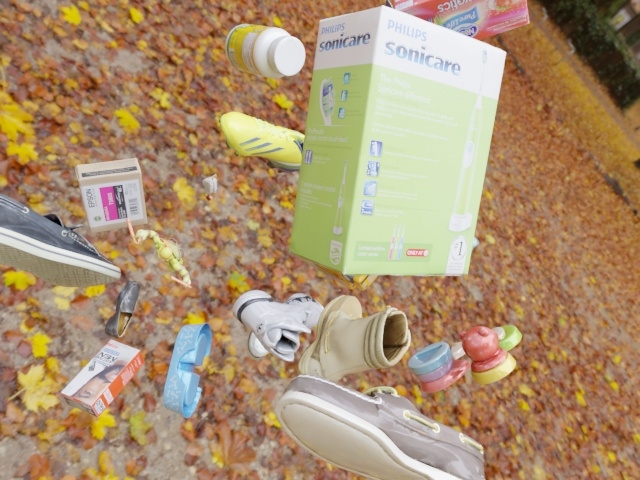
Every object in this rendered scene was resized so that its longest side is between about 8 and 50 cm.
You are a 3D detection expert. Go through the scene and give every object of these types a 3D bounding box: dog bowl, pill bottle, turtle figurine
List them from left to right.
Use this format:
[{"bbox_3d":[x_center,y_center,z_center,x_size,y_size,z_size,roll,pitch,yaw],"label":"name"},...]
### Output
[{"bbox_3d":[-0.465,0.029,1.608,0.269,0.087,0.217,46,-10,-7],"label":"turtle figurine"},{"bbox_3d":[-0.424,0.406,1.708,0.166,0.074,0.297,79,19,-70],"label":"dog bowl"},{"bbox_3d":[-0.133,-0.459,1.303,0.118,0.117,0.208,14,11,-44],"label":"pill bottle"}]

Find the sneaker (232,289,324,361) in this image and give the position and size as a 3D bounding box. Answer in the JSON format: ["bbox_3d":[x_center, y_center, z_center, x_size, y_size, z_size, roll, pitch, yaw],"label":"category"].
[{"bbox_3d":[-0.087,0.270,1.668,0.366,0.137,0.210,15,23,-46],"label":"sneaker"}]

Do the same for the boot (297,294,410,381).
[{"bbox_3d":[0.082,0.171,1.036,0.095,0.204,0.262,55,33,-11],"label":"boot"}]

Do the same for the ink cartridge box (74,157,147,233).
[{"bbox_3d":[-0.693,-0.148,1.794,0.193,0.234,0.088,-13,48,-22],"label":"ink cartridge box"}]

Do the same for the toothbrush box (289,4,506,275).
[{"bbox_3d":[0.094,-0.106,0.654,0.206,0.122,0.283,1,101,-35],"label":"toothbrush box"}]

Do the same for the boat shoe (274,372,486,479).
[{"bbox_3d":[0.088,0.251,0.693,0.324,0.116,0.096,32,46,-15],"label":"boat shoe"}]

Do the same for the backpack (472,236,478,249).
[{"bbox_3d":[0.289,-0.028,1.295,0.166,0.144,0.188,11,37,-47],"label":"backpack"}]

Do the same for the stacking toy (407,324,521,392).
[{"bbox_3d":[0.408,0.295,1.529,0.279,0.309,0.130,-33,94,-49],"label":"stacking toy"}]

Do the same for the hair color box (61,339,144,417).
[{"bbox_3d":[-0.505,0.319,1.253,0.093,0.053,0.167,14,43,19],"label":"hair color box"}]

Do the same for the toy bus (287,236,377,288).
[{"bbox_3d":[0.043,0.053,1.731,0.333,0.108,0.130,29,-22,35],"label":"toy bus"}]

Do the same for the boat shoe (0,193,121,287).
[{"bbox_3d":[-0.727,0.011,1.439,0.500,0.187,0.155,40,38,-58],"label":"boat shoe"}]

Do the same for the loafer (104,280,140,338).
[{"bbox_3d":[-0.554,0.200,1.536,0.062,0.061,0.170,27,78,-46],"label":"loafer"}]

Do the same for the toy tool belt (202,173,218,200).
[{"bbox_3d":[-0.360,-0.177,1.786,0.052,0.083,0.051,24,43,23],"label":"toy tool belt"}]

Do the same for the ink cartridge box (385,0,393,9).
[{"bbox_3d":[0.225,-0.506,1.632,0.072,0.303,0.307,-25,74,-10],"label":"ink cartridge box"}]

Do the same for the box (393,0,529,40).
[{"bbox_3d":[0.343,-0.584,1.334,0.154,0.300,0.142,-85,154,-45],"label":"box"}]

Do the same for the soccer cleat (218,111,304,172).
[{"bbox_3d":[-0.104,-0.219,1.149,0.289,0.121,0.093,17,58,-62],"label":"soccer cleat"}]

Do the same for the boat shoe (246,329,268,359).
[{"bbox_3d":[-0.169,0.329,2.009,0.113,0.103,0.302,56,34,-10],"label":"boat shoe"}]
